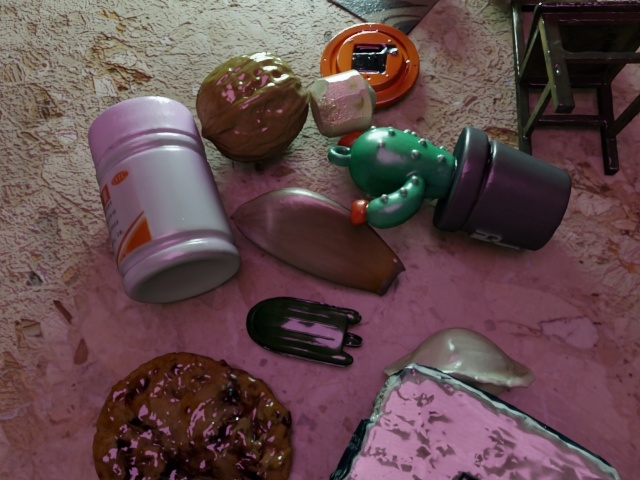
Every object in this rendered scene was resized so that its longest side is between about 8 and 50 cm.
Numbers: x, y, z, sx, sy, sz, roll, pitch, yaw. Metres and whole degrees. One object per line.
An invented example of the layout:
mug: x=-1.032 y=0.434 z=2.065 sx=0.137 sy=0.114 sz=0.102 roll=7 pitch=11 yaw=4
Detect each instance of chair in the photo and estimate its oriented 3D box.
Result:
chair: x=0.474 y=-0.358 z=1.021 sx=0.203 sy=0.240 sz=0.416 roll=1 pitch=71 yaw=7

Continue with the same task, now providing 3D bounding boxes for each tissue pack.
tissue pack: x=0.148 y=0.325 z=0.708 sx=0.264 sy=0.416 sz=0.253 roll=26 pitch=77 yaw=11

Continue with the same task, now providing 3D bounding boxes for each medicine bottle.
medicine bottle: x=-0.278 y=-0.069 z=0.989 sx=0.202 sy=0.202 sz=0.315 roll=-20 pitch=69 yaw=-3

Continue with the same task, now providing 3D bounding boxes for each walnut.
walnut: x=-0.131 y=-0.246 z=1.051 sx=0.213 sy=0.213 sz=0.213 roll=-1 pitch=70 yaw=4

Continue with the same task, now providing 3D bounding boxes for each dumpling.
dumpling: x=0.221 y=0.205 z=0.876 sx=0.216 sy=0.166 sz=0.126 roll=27 pitch=94 yaw=10

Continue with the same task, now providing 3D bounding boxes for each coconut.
coconut: x=0.048 y=-0.257 z=1.057 sx=0.122 sy=0.116 sz=0.116 roll=-18 pitch=70 yaw=-9

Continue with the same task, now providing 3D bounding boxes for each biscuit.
biscuit: x=-0.212 y=0.331 z=0.906 sx=0.334 sy=0.081 sz=0.289 roll=10 pitch=70 yaw=9

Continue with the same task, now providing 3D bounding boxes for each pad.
pad: x=0.112 y=-0.594 z=1.257 sx=0.330 sy=0.004 sz=0.220 roll=36 pitch=76 yaw=15

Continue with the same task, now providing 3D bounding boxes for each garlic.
garlic: x=0.002 y=-0.009 z=0.993 sx=0.318 sy=0.112 sz=0.143 roll=26 pitch=109 yaw=8

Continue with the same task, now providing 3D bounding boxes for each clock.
clock: x=0.101 y=-0.361 z=1.149 sx=0.205 sy=0.051 sz=0.205 roll=-2 pitch=70 yaw=5

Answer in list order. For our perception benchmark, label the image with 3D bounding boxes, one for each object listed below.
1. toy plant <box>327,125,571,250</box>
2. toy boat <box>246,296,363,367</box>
toy plant: x=0.207 y=-0.104 z=0.968 sx=0.400 sy=0.185 sz=0.279 roll=19 pitch=64 yaw=3
toy boat: x=-0.030 y=0.154 z=0.971 sx=0.210 sy=0.052 sz=0.104 roll=9 pitch=73 yaw=9
